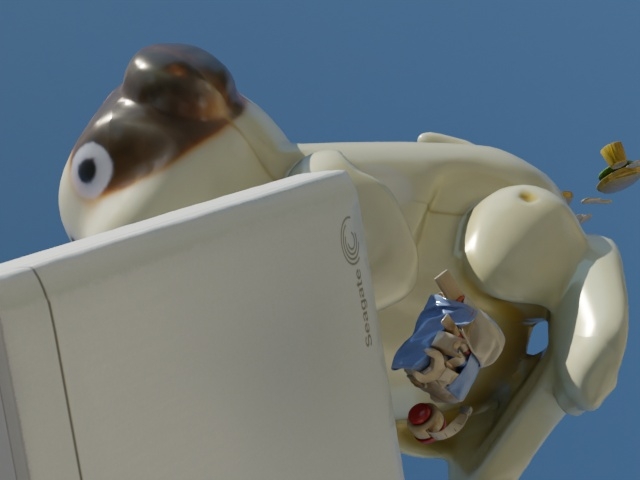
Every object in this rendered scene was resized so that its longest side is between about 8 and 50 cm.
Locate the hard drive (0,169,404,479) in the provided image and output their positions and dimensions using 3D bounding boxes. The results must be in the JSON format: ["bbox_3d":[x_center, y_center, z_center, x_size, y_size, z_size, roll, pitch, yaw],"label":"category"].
[{"bbox_3d":[-0.054,0.102,0.802,0.353,0.047,0.233,-22,-76,-64],"label":"hard drive"}]

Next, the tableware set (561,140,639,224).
[{"bbox_3d":[0.247,-0.047,1.555,0.104,0.154,0.024,-1,-119,-41],"label":"tableware set"}]

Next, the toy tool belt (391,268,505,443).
[{"bbox_3d":[0.060,0.061,0.856,0.051,0.052,0.083,51,-124,-34],"label":"toy tool belt"}]

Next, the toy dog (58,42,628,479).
[{"bbox_3d":[0.000,0.000,1.243,0.408,0.284,0.395,18,-128,-10],"label":"toy dog"}]
